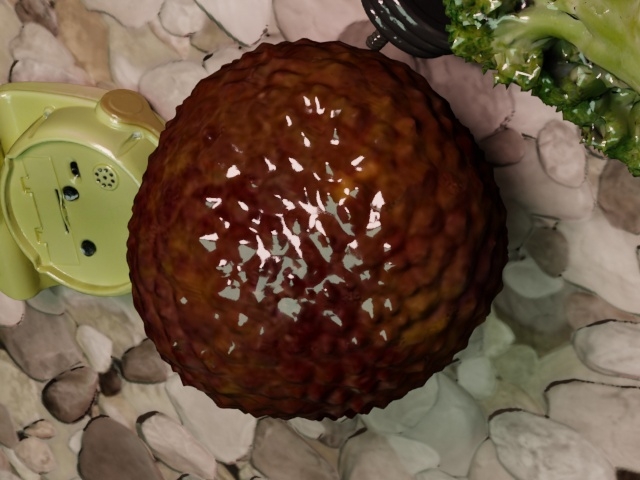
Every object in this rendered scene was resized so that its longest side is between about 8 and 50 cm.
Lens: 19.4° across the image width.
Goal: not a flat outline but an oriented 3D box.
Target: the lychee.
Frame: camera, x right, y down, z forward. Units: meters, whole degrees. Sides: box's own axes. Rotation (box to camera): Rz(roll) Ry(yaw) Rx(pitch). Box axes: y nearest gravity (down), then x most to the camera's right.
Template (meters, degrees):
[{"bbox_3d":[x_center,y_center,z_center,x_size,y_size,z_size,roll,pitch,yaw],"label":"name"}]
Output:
[{"bbox_3d":[0.000,0.000,1.228,0.260,0.260,0.260,13,124,20],"label":"lychee"}]

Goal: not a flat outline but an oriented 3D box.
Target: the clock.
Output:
[{"bbox_3d":[-0.159,-0.033,1.405,0.232,0.069,0.170,2,120,26],"label":"clock"}]

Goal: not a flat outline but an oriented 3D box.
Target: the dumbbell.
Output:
[{"bbox_3d":[0.095,-0.182,1.167,0.099,0.099,0.208,45,129,-4],"label":"dumbbell"}]

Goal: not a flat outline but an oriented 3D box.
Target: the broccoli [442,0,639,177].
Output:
[{"bbox_3d":[0.232,-0.132,1.012,0.304,0.283,0.321,20,134,-22],"label":"broccoli"}]
